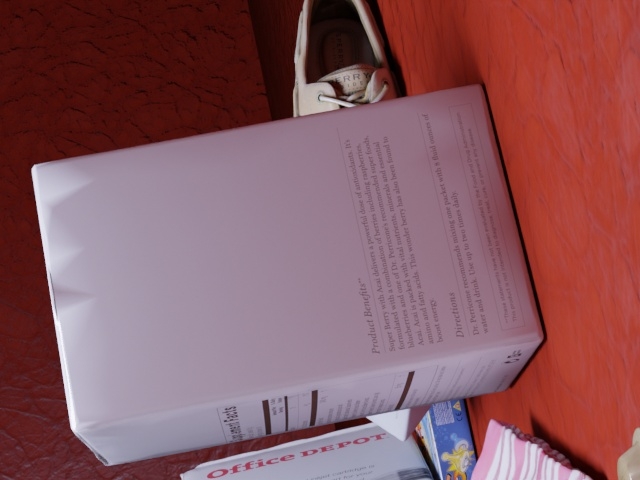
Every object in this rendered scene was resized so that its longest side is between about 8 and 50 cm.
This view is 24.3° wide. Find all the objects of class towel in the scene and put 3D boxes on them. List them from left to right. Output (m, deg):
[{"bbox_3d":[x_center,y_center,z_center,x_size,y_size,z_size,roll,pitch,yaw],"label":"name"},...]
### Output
[{"bbox_3d":[0.102,0.187,0.906,0.144,0.029,0.197,-60,6,-1],"label":"towel"}]

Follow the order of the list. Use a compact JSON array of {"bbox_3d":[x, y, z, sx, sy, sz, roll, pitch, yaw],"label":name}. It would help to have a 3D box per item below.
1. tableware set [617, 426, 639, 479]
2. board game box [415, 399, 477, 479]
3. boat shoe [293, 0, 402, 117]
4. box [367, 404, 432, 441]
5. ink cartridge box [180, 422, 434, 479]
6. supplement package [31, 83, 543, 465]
[{"bbox_3d":[0.162,0.167,0.695,0.141,0.020,0.168,-102,2,-47],"label":"tableware set"},{"bbox_3d":[0.115,0.199,1.342,0.136,0.035,0.201,113,146,-83],"label":"board game box"},{"bbox_3d":[0.024,-0.112,1.319,0.098,0.109,0.302,82,-179,-51],"label":"boat shoe"},{"bbox_3d":[0.026,0.064,1.205,0.170,0.091,0.130,33,160,14],"label":"box"},{"bbox_3d":[0.004,0.289,1.290,0.307,0.223,0.129,-115,12,-74],"label":"ink cartridge box"},{"bbox_3d":[-0.024,0.029,0.993,0.175,0.293,0.177,94,166,-74],"label":"supplement package"}]
